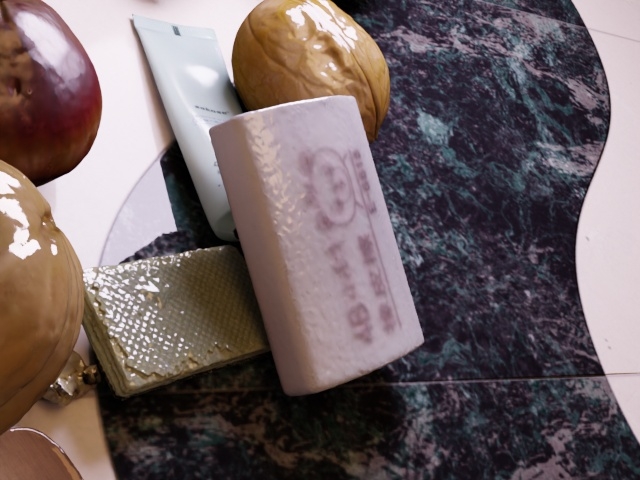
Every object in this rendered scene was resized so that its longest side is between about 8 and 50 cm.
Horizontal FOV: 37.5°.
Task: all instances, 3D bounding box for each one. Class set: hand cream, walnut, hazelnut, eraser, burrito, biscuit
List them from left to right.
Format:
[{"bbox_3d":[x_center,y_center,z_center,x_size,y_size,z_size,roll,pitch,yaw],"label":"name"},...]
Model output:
[{"bbox_3d":[-0.296,0.055,0.663,0.261,0.225,0.225,-37,82,-12],"label":"walnut"},{"bbox_3d":[-0.292,-0.128,0.842,0.204,0.178,0.178,-25,75,-35],"label":"hazelnut"},{"bbox_3d":[-0.262,0.074,0.802,0.171,0.042,0.051,47,27,-2],"label":"burrito"},{"bbox_3d":[-0.128,0.069,0.882,0.199,0.040,0.121,-11,67,-49],"label":"biscuit"},{"bbox_3d":[-0.123,-0.137,1.052,0.109,0.067,0.320,2,53,-35],"label":"hand cream"},{"bbox_3d":[-0.009,-0.188,1.088,0.207,0.167,0.167,49,45,4],"label":"walnut"},{"bbox_3d":[0.000,0.000,0.938,0.174,0.095,0.270,-17,92,-45],"label":"eraser"}]

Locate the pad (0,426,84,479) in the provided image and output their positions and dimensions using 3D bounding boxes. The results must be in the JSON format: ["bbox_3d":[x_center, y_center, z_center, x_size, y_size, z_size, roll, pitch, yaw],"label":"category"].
[{"bbox_3d":[-0.238,0.301,0.664,0.284,0.018,0.286,-29,78,-44],"label":"pad"}]
